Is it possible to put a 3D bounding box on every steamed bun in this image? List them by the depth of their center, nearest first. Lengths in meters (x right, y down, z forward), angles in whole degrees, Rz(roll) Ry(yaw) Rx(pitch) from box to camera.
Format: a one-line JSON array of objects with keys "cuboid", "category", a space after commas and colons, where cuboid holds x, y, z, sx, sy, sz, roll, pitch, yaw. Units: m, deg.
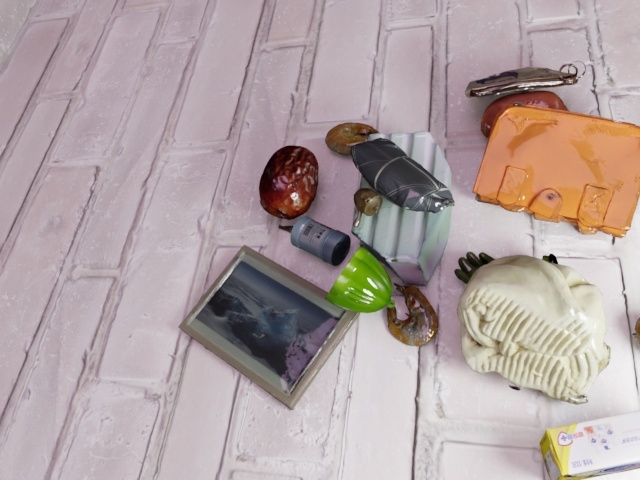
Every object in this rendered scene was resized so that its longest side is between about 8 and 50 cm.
[{"cuboid": [0.501, 0.182, 1.381, 0.346, 0.394, 0.237, -30, 15, 43], "category": "steamed bun"}]

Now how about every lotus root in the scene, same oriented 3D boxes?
[{"cuboid": [0.130, 0.129, 1.580, 0.186, 0.186, 0.186, -7, 57, 12], "category": "lotus root"}]

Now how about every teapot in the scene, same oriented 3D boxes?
[{"cuboid": [0.112, -0.091, 1.592, 0.110, 0.085, 0.080, -52, 54, 7], "category": "teapot"}]

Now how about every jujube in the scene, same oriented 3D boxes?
[{"cuboid": [-0.097, -0.183, 1.832, 0.183, 0.183, 0.243, 5, 61, 19], "category": "jujube"}]

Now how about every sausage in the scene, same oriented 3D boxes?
[{"cuboid": [0.614, -0.377, 1.768, 0.254, 0.148, 0.148, 2, 60, 20], "category": "sausage"}]

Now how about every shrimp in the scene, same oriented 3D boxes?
[{"cuboid": [0.236, 0.196, 1.573, 0.132, 0.052, 0.188, -23, 58, 1], "category": "shrimp"}, {"cuboid": [0.146, -0.328, 1.925, 0.267, 0.061, 0.145, 13, 54, 25], "category": "shrimp"}]

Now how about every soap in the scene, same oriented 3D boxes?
[{"cuboid": [0.243, -0.102, 1.694, 0.261, 0.156, 0.446, 2, 59, 17], "category": "soap"}]

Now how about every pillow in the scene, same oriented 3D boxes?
[{"cuboid": [0.217, -0.176, 1.590, 0.161, 0.093, 0.335, -24, 51, -26], "category": "pillow"}]

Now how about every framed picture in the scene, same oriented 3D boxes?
[{"cuboid": [-0.155, 0.229, 1.680, 0.446, 0.028, 0.326, 27, 70, 28], "category": "framed picture"}]

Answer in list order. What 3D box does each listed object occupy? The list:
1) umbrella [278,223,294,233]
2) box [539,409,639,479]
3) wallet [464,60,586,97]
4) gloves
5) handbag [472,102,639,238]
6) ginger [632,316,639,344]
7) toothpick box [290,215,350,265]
[{"cuboid": [-0.096, -0.035, 1.835, 0.083, 0.020, 0.032, 10, 102, 22], "category": "umbrella"}, {"cuboid": [0.615, 0.437, 1.248, 0.265, 0.168, 0.097, -14, 59, 6], "category": "box"}, {"cuboid": [0.607, -0.491, 1.808, 0.335, 0.068, 0.275, -7, 15, 10], "category": "wallet"}, {"cuboid": [0.484, 0.084, 1.534, 0.268, 0.135, 0.107, 1, 84, 30], "category": "gloves"}, {"cuboid": [0.653, -0.194, 1.597, 0.409, 0.116, 0.304, 17, 84, 20], "category": "handbag"}, {"cuboid": [0.925, 0.181, 1.315, 0.375, 0.176, 0.256, -33, 40, -6], "category": "ginger"}, {"cuboid": [0.000, 0.000, 1.733, 0.153, 0.101, 0.101, 26, 69, 28], "category": "toothpick box"}]
